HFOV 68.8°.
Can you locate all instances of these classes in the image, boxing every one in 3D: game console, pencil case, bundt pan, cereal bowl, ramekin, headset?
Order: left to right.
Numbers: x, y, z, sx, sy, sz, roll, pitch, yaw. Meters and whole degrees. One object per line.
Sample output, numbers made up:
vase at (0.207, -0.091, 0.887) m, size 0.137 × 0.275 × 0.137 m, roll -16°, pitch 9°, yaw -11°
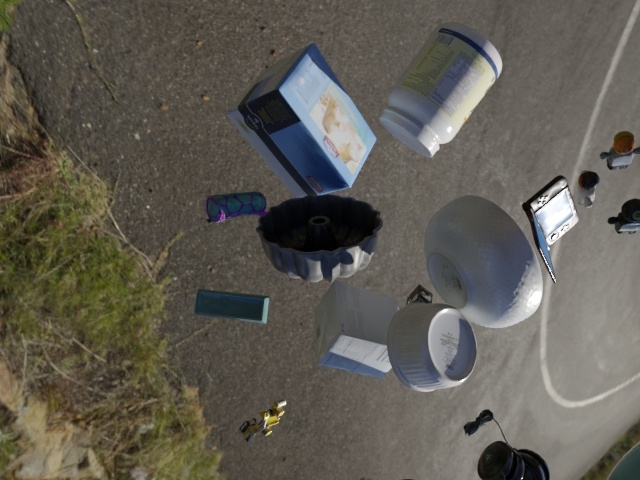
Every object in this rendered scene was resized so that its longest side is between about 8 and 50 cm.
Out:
pencil case at (-0.200, -0.080, 1.116) m, size 0.151 × 0.070 × 0.064 m, roll -15°, pitch 152°, yaw -48°
bundt pan at (0.000, 0.000, 1.234) m, size 0.330 × 0.330 × 0.124 m, roll -20°, pitch 123°, yaw -28°
ramekin at (0.265, 0.241, 1.077) m, size 0.207 × 0.109 × 0.208 m, roll 11°, pitch 71°, yaw -33°
cereal bowl at (0.363, 0.068, 1.149) m, size 0.141 × 0.339 × 0.339 m, roll -24°, pitch 132°, yaw -15°
headset at (0.572, 0.714, 1.439) m, size 0.243 × 0.394 × 0.185 m, roll 26°, pitch 121°, yaw -27°
game console at (0.414, -0.018, 0.814) m, size 0.124 × 0.085 × 0.144 m, roll -41°, pitch 132°, yaw 6°

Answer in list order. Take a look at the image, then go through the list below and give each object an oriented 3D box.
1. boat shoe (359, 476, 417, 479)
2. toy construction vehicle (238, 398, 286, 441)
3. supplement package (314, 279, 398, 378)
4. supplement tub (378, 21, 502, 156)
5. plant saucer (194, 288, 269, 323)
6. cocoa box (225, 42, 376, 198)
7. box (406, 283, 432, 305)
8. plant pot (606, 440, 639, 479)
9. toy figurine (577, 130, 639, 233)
boat shoe at (0.163, 0.471, 0.741) m, size 0.156 × 0.186 × 0.500 m, roll -59°, pitch -173°, yaw -29°
toy construction vehicle at (-0.105, 0.349, 0.891) m, size 0.085 × 0.035 × 0.098 m, roll 3°, pitch 130°, yaw -51°
supplement package at (0.105, 0.250, 1.311) m, size 0.202 × 0.194 × 0.149 m, roll 17°, pitch 128°, yaw -17°
supplement tub at (0.347, -0.437, 1.381) m, size 0.235 × 0.235 × 0.325 m, roll 30°, pitch 99°, yaw -46°
plant saucer at (-0.222, 0.161, 1.150) m, size 0.018 × 0.191 × 0.067 m, roll 32°, pitch 63°, yaw -76°
cocoa box at (-0.044, -0.327, 1.345) m, size 0.347 × 0.227 × 0.232 m, roll 49°, pitch 52°, yaw -30°
box at (0.289, 0.181, 1.371) m, size 0.062 × 0.052 × 0.083 m, roll -52°, pitch -178°, yaw 29°
plant pot at (0.674, 0.484, 0.857) m, size 0.255 × 0.271 × 0.272 m, roll -57°, pitch 138°, yaw -13°
toy figurine at (0.782, -0.145, 1.191) m, size 0.213 × 0.210 × 0.148 m, roll -43°, pitch 150°, yaw 5°
